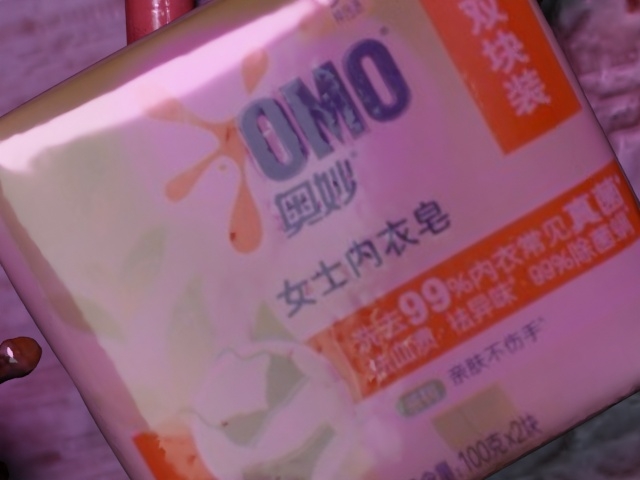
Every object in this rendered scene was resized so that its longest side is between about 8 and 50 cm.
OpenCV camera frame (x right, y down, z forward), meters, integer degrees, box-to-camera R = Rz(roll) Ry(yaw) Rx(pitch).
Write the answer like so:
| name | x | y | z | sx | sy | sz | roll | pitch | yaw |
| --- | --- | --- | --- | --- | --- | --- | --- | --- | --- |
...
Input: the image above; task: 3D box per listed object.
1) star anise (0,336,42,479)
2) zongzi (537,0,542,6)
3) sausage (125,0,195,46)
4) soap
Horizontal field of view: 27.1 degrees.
| name | x | y | z | sx | sy | sz | roll | pitch | yaw |
| --- | --- | --- | --- | --- | --- | --- | --- | --- | --- |
| star anise | -0.156 | 0.098 | 0.525 | 0.234 | 0.073 | 0.177 | 11 | 122 | 47 |
| zongzi | 0.239 | -0.291 | 0.406 | 0.446 | 0.181 | 0.418 | -5 | 115 | 5 |
| sausage | -0.066 | -0.147 | 0.529 | 0.029 | 0.029 | 0.223 | 0 | 100 | 8 |
| soap | 0.000 | 0.000 | 0.475 | 0.199 | 0.138 | 0.182 | -29 | 94 | -2 |
